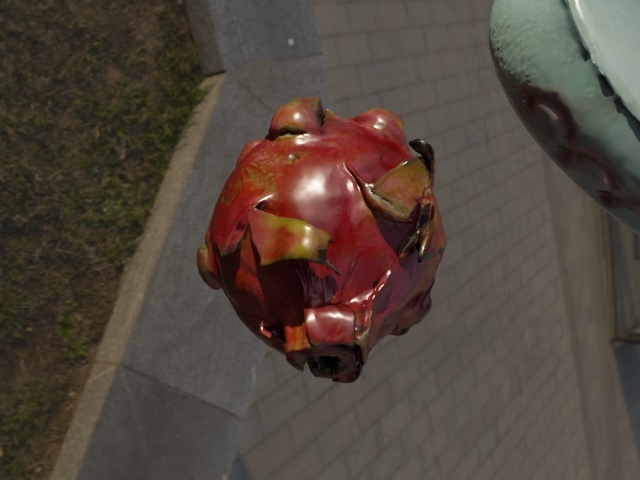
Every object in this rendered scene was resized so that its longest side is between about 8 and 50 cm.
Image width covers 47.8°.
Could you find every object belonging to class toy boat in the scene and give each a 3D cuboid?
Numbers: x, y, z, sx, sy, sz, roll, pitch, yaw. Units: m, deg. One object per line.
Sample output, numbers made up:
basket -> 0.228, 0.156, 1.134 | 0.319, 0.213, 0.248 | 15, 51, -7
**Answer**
toy boat -> 0.170, -0.062, 0.388 | 0.207, 0.079, 0.134 | 42, 55, -5

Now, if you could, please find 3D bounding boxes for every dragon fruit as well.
dragon fruit -> 0.000, 0.000, 0.377 | 0.166, 0.133, 0.136 | -82, 169, -49
